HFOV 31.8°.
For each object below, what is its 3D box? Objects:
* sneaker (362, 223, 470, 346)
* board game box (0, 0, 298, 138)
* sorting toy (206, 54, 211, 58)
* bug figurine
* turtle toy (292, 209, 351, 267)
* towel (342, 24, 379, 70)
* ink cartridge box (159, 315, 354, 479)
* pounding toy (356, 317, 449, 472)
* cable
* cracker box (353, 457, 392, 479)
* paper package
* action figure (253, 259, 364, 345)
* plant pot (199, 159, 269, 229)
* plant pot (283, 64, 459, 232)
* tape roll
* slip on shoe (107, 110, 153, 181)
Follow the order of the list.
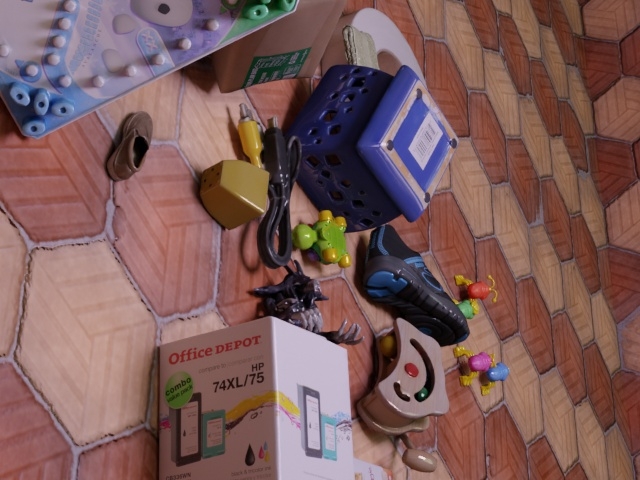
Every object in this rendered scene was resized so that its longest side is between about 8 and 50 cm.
[{"bbox_3d":[0.198,0.096,2.214,0.341,0.125,0.140,48,33,-44],"label":"sneaker"},{"bbox_3d":[-0.271,-0.370,1.339,0.390,0.390,0.050,64,-3,-19],"label":"board game box"},{"bbox_3d":[-0.184,-0.323,1.841,0.083,0.012,0.062,20,55,-54],"label":"sorting toy"},{"bbox_3d":[0.352,0.208,2.495,0.216,0.072,0.279,-7,83,-62],"label":"bug figurine"},{"bbox_3d":[0.000,0.000,1.958,0.130,0.066,0.095,23,55,-56],"label":"turtle toy"},{"bbox_3d":[0.085,-0.341,2.180,0.110,0.027,0.148,5,71,-60],"label":"towel"},{"bbox_3d":[-0.085,0.270,1.527,0.197,0.198,0.270,30,50,-52],"label":"ink cartridge box"},{"bbox_3d":[0.128,0.291,2.048,0.154,0.155,0.270,19,45,-24],"label":"pounding toy"},{"bbox_3d":[-0.081,-0.082,1.856,0.139,0.072,0.287,24,59,-57],"label":"cable"},{"bbox_3d":[0.042,0.434,1.817,0.232,0.067,0.156,31,50,-52],"label":"cracker box"},{"bbox_3d":[-0.092,-0.422,1.704,0.325,0.168,0.310,131,-53,-72],"label":"paper package"},{"bbox_3d":[-0.015,0.150,1.782,0.164,0.141,0.276,11,68,-47],"label":"action figure"},{"bbox_3d":[-0.139,-0.079,1.735,0.083,0.081,0.081,33,47,-37],"label":"plant pot"},{"bbox_3d":[0.102,-0.169,2.014,0.236,0.212,0.236,51,55,-34],"label":"plant pot"},{"bbox_3d":[0.129,-0.288,2.337,0.392,0.072,0.392,38,44,-49],"label":"tape roll"},{"bbox_3d":[-0.258,-0.137,1.581,0.051,0.041,0.135,58,32,-29],"label":"slip on shoe"}]
